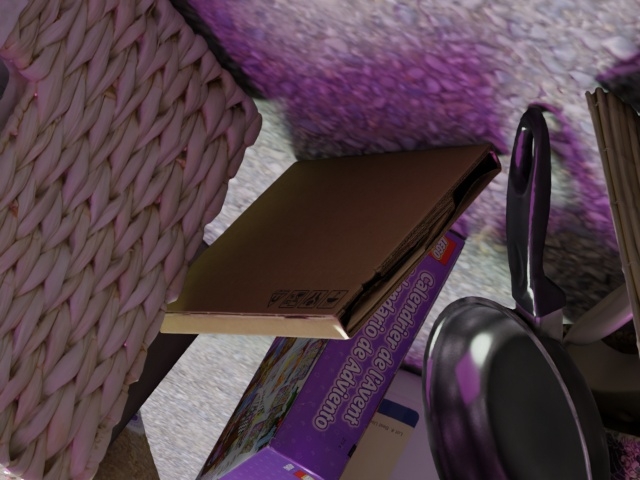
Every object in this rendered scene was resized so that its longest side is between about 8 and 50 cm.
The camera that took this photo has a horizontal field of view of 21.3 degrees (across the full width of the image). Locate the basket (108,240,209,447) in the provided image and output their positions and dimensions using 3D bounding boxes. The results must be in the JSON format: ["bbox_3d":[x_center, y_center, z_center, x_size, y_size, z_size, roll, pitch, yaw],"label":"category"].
[{"bbox_3d":[-0.205,0.084,1.426,0.204,0.227,0.154,39,156,-26],"label":"basket"}]

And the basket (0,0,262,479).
[{"bbox_3d":[-0.263,-0.041,1.099,0.331,0.328,0.266,6,153,43],"label":"basket"}]

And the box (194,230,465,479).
[{"bbox_3d":[-0.005,0.106,1.268,0.057,0.201,0.293,32,159,-5],"label":"box"}]

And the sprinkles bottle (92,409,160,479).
[{"bbox_3d":[-0.215,0.181,1.536,0.121,0.121,0.355,52,-171,-45],"label":"sprinkles bottle"}]

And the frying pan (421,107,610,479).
[{"bbox_3d":[0.119,0.067,1.097,0.197,0.053,0.326,15,114,62],"label":"frying pan"}]

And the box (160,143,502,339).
[{"bbox_3d":[0.000,0.000,1.081,0.201,0.164,0.021,-2,128,52],"label":"box"}]

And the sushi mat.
[{"bbox_3d":[0.195,0.024,0.804,0.151,0.316,0.019,36,112,-12],"label":"sushi mat"}]

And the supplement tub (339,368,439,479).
[{"bbox_3d":[0.028,0.293,1.473,0.235,0.325,0.235,25,158,11],"label":"supplement tub"}]

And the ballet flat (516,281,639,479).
[{"bbox_3d":[0.267,0.096,1.017,0.483,0.164,0.182,-7,114,58],"label":"ballet flat"}]
